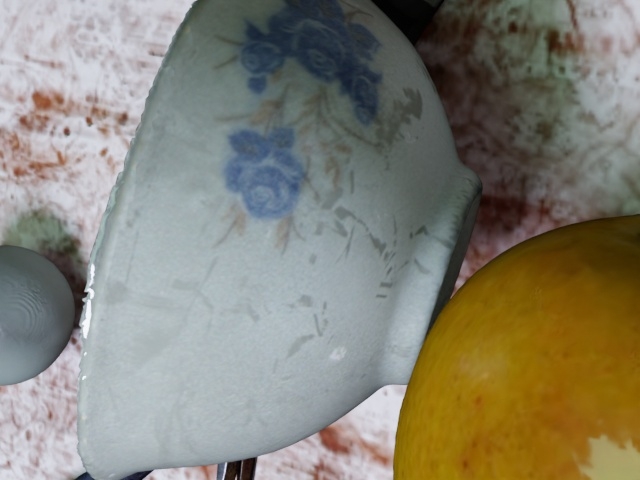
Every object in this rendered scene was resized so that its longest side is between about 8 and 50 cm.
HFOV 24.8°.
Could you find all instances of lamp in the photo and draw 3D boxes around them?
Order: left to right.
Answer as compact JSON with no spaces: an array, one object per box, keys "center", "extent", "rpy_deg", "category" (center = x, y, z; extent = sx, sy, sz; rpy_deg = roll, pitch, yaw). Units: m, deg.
[{"center":[-0.232,0.054,1.061],"extent":[0.105,0.105,0.105],"rpy_deg":[7,101,37],"category":"lamp"}]

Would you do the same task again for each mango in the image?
[{"center":[0.201,0.196,0.664],"extent":[0.300,0.232,0.446],"rpy_deg":[-28,85,46],"category":"mango"}]

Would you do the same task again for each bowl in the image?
[{"center":[0.000,0.000,0.765],"extent":[0.146,0.313,0.313],"rpy_deg":[18,110,10],"category":"bowl"}]

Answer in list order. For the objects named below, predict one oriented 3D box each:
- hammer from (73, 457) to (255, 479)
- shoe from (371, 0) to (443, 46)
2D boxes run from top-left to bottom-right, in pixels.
[{"center":[-0.146,0.176,1.055],"extent":[0.290,0.037,0.137],"rpy_deg":[-45,68,33],"category":"hammer"},{"center":[0.032,-0.148,0.854],"extent":[0.071,0.049,0.179],"rpy_deg":[42,120,25],"category":"shoe"}]
